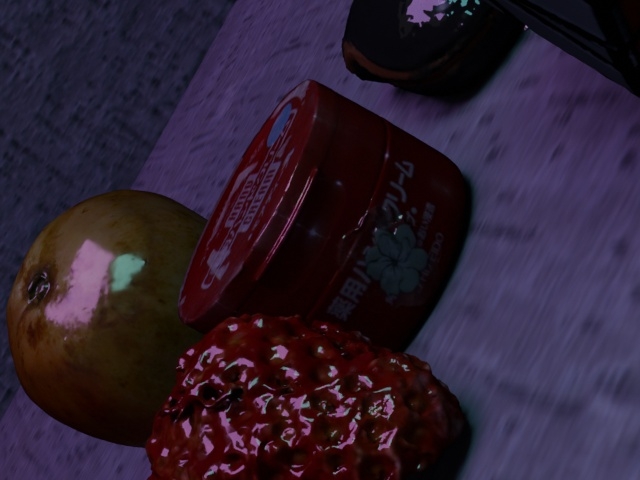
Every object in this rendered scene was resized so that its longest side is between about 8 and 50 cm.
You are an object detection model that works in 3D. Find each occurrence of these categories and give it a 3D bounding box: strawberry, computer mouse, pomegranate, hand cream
[{"bbox_3d":[-0.021,0.100,0.816,0.236,0.111,0.190,-14,19,45],"label":"strawberry"},{"bbox_3d":[0.097,-0.229,1.181,0.183,0.116,0.323,-54,15,1],"label":"computer mouse"},{"bbox_3d":[-0.154,0.079,1.173,0.252,0.270,0.229,21,87,45],"label":"pomegranate"},{"bbox_3d":[0.000,0.000,0.994,0.230,0.149,0.230,-51,20,27],"label":"hand cream"}]

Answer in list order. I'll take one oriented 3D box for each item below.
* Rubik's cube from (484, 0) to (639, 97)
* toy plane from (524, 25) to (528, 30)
[{"bbox_3d":[0.130,-0.279,0.673,0.283,0.288,0.293,-55,-15,6],"label":"Rubik's cube"},{"bbox_3d":[0.212,-0.230,0.918,0.188,0.062,0.135,-34,57,50],"label":"toy plane"}]
